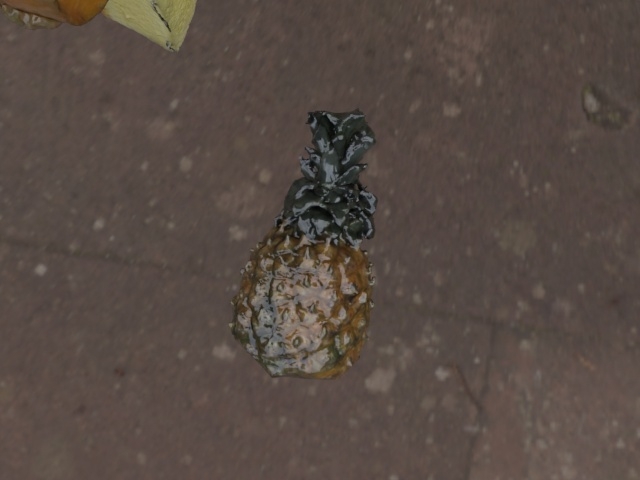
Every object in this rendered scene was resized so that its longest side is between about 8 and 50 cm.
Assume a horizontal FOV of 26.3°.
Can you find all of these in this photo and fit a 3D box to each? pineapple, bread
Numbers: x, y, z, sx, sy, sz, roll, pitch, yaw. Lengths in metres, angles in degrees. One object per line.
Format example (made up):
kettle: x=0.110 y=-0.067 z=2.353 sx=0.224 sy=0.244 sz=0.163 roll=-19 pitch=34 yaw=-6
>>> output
pineapple: x=0.000 y=0.000 z=0.986 sx=0.108 sy=0.108 sz=0.198 roll=14 pitch=96 yaw=3
bread: x=-0.139 y=-0.176 z=0.981 sx=0.084 sy=0.109 sz=0.080 roll=31 pitch=113 yaw=12

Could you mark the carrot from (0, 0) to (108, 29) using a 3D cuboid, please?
carrot: x=-0.245 y=-0.206 z=0.818 sx=0.263 sy=0.102 sz=0.102 roll=18 pitch=116 yaw=11
